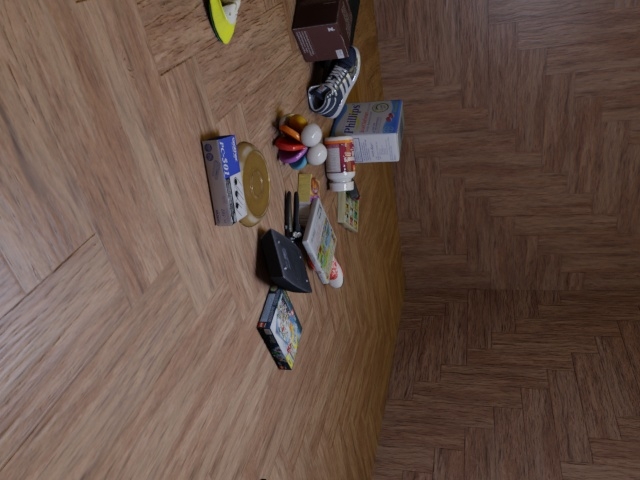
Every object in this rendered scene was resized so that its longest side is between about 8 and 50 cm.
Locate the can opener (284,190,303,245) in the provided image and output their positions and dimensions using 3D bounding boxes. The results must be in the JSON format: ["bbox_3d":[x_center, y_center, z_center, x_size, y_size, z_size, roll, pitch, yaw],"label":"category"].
[{"bbox_3d":[-0.093,-0.070,1.722,0.059,0.073,0.186,-6,94,-33],"label":"can opener"}]

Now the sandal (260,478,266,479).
[{"bbox_3d":[-0.169,0.737,1.436,0.179,0.040,0.067,-63,148,-56],"label":"sandal"}]

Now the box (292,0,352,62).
[{"bbox_3d":[0.012,-0.784,1.887,0.168,0.167,0.203,57,36,-60],"label":"box"}]

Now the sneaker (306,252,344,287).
[{"bbox_3d":[0.015,0.100,1.988,0.145,0.090,0.270,-62,144,-55],"label":"sneaker"}]

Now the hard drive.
[{"bbox_3d":[-0.102,0.073,1.584,0.255,0.054,0.171,40,31,-67],"label":"hard drive"}]

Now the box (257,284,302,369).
[{"bbox_3d":[-0.120,0.270,1.611,0.233,0.044,0.159,72,23,-43],"label":"box"}]

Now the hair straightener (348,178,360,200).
[{"bbox_3d":[0.125,-0.294,2.354,0.089,0.047,0.230,19,56,-72],"label":"hair straightener"}]

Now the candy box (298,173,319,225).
[{"bbox_3d":[-0.042,-0.135,1.874,0.109,0.053,0.186,27,65,-72],"label":"candy box"}]

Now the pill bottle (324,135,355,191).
[{"bbox_3d":[0.082,-0.318,2.165,0.121,0.121,0.221,-35,122,-69],"label":"pill bottle"}]

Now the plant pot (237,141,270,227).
[{"bbox_3d":[-0.186,-0.154,1.443,0.236,0.033,0.236,0,90,-72],"label":"plant pot"}]

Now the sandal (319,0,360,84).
[{"bbox_3d":[0.060,-0.810,2.079,0.167,0.107,0.445,16,87,-68],"label":"sandal"}]

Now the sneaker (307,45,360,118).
[{"bbox_3d":[0.049,-0.598,1.961,0.153,0.099,0.282,-8,125,-55],"label":"sneaker"}]

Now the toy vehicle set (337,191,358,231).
[{"bbox_3d":[0.132,-0.141,2.462,0.267,0.035,0.165,27,63,-71],"label":"toy vehicle set"}]

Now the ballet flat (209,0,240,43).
[{"bbox_3d":[-0.233,-0.583,1.237,0.077,0.077,0.230,-71,154,-49],"label":"ballet flat"}]

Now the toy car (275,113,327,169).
[{"bbox_3d":[-0.077,-0.302,1.660,0.136,0.159,0.182,-42,140,-21],"label":"toy car"}]

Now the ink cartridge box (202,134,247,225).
[{"bbox_3d":[-0.231,-0.147,1.274,0.097,0.046,0.207,-50,136,-67],"label":"ink cartridge box"}]

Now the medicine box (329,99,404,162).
[{"bbox_3d":[0.212,-0.480,2.309,0.149,0.290,0.263,75,22,-45],"label":"medicine box"}]

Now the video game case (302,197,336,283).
[{"bbox_3d":[0.000,0.000,1.813,0.226,0.026,0.206,-78,152,-46],"label":"video game case"}]
